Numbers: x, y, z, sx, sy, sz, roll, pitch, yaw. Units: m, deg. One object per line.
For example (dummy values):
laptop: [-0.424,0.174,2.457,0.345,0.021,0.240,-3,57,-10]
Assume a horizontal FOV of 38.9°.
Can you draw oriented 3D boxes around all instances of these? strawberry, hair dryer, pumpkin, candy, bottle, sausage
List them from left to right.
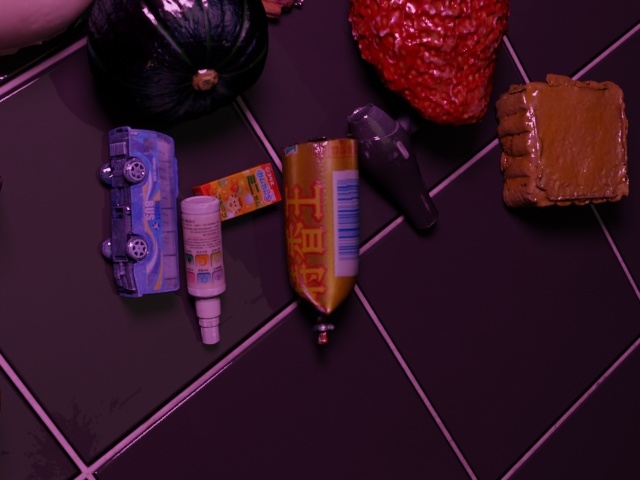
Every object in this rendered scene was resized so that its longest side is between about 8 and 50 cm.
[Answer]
pumpkin: [-0.205,-0.295,1.235,0.248,0.248,0.248,0,90,-27]
bottle: [-0.168,0.046,1.316,0.060,0.060,0.217,-10,107,-27]
candy: [-0.125,-0.069,1.362,0.122,0.038,0.062,-21,100,-25]
sausage: [-0.002,0.000,1.384,0.117,0.125,0.318,-2,93,-31]
strawberry: [0.167,-0.328,1.415,0.261,0.261,0.258,-4,122,-27]
hair dryer: [0.177,-0.176,1.498,0.272,0.091,0.235,-48,119,-23]

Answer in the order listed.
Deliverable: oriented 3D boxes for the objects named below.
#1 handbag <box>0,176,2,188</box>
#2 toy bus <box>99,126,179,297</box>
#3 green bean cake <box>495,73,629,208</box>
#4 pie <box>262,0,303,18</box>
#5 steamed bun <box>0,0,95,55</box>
handbag: [-0.509,-0.091,1.080,0.251,0.193,0.190,46,75,-19]
toy bus: [-0.252,-0.040,1.282,0.094,0.079,0.237,-2,91,-43]
green bean cake: [0.424,-0.169,1.591,0.229,0.131,0.224,-3,89,-24]
pie: [-0.100,-0.396,1.379,0.170,0.034,0.092,33,72,-24]
steamed bun: [-0.422,-0.424,1.104,0.374,0.241,0.375,1,87,-25]
